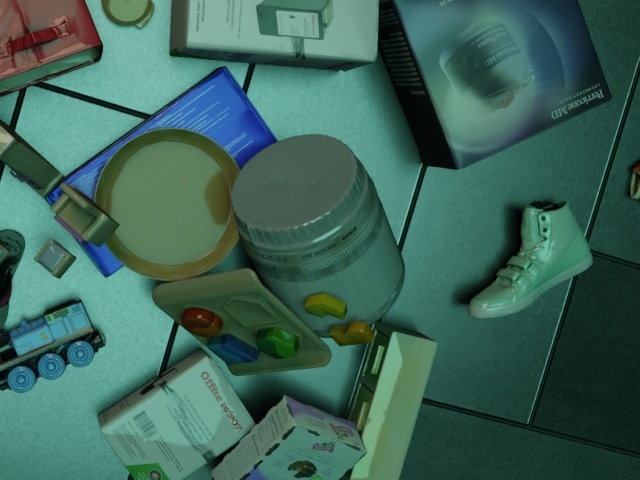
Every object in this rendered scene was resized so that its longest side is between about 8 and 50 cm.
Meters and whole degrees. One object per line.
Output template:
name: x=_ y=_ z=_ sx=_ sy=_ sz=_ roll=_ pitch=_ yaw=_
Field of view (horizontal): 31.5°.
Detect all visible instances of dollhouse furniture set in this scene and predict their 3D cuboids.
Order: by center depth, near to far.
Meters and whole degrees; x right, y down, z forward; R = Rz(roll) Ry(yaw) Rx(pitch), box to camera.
dollhouse furniture set: x=-0.512 y=-0.017 z=1.620 sx=0.286 sy=0.198 sz=0.303 roll=40 pitch=87 yaw=14

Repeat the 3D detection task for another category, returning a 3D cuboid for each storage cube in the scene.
storage cube: x=-0.438 y=-0.333 z=1.657 sx=0.184 sy=0.215 sz=0.193 roll=-22 pitch=95 yaw=-10

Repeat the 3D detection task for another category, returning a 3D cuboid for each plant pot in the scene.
plant pot: x=-0.230 y=-0.057 z=1.751 sx=0.236 sy=0.032 sz=0.236 roll=-2 pitch=99 yaw=-14

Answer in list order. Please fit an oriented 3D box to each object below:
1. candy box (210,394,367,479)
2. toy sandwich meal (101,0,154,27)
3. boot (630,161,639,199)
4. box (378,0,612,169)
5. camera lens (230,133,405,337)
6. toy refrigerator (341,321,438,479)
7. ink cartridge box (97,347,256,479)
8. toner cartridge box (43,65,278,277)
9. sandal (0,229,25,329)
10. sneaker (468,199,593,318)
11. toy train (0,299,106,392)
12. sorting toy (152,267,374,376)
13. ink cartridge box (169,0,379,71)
candy box: x=-0.051 y=0.359 z=1.838 sx=0.165 sy=0.070 sz=0.196 roll=28 pitch=113 yaw=-36
toy sandwich meal: x=-0.301 y=-0.374 z=1.779 sx=0.086 sy=0.029 sz=0.085 roll=-1 pitch=95 yaw=-9
boot: x=0.600 y=-0.139 z=2.015 sx=0.085 sy=0.059 sz=0.158 roll=11 pitch=94 yaw=-10
box: x=0.272 y=-0.306 z=1.851 sx=0.296 sy=0.183 sz=0.294 roll=-25 pitch=103 yaw=-10
camera lens: x=0.000 y=0.000 z=1.755 sx=0.219 sy=0.219 sz=0.274 roll=-33 pitch=135 yaw=-9
toy refrigerator: x=0.104 y=0.281 z=1.913 sx=0.094 sy=0.102 sz=0.269 roll=16 pitch=93 yaw=-15
ink cartridge box: x=-0.232 y=0.295 z=1.837 sx=0.208 sy=0.087 sz=0.153 roll=-33 pitch=103 yaw=-9
toner cartridge box: x=-0.248 y=-0.110 z=1.795 sx=0.348 sy=0.075 sz=0.165 roll=-36 pitch=103 yaw=-8
sandal: x=-0.508 y=0.069 z=1.768 sx=0.067 sy=0.040 sz=0.179 roll=17 pitch=92 yaw=-15
sneaker: x=0.339 y=0.025 z=1.946 sx=0.256 sy=0.094 sz=0.151 roll=-29 pitch=108 yaw=-19
toy train: x=-0.433 y=0.167 z=1.782 sx=0.184 sy=0.080 sz=0.105 roll=-23 pitch=92 yaw=-10
sorting toy: x=-0.086 y=0.131 z=1.739 sx=0.229 sy=0.307 sz=0.041 roll=50 pitch=44 yaw=-35
ink cartridge box: x=-0.075 y=-0.335 z=1.746 sx=0.289 sy=0.211 sz=0.121 roll=2 pitch=94 yaw=-15
